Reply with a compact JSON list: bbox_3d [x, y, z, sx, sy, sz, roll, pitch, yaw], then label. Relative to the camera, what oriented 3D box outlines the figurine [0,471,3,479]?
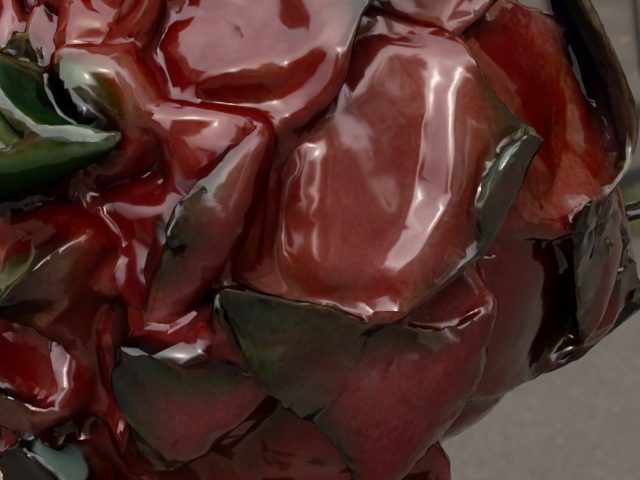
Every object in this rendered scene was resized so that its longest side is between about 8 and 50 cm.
[{"bbox_3d":[-0.213,0.165,0.839,0.268,0.401,0.387,12,43,35],"label":"figurine"}]

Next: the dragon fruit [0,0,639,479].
[{"bbox_3d":[0.000,0.000,0.508,0.293,0.233,0.234,24,-2,-33],"label":"dragon fruit"}]
